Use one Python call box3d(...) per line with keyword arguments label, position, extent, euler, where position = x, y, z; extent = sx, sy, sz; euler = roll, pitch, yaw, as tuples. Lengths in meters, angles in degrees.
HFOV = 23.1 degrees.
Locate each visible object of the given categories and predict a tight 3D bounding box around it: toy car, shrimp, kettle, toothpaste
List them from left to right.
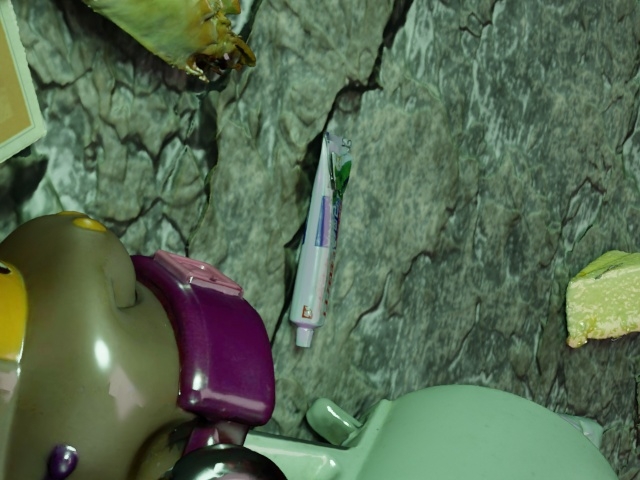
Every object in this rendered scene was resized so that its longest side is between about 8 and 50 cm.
box3d(label="toy car", position=(-0.182, 0.148, 0.897), extent=(0.240, 0.271, 0.341), euler=(15, 96, -28))
box3d(label="shrimp", position=(-0.102, -0.186, 1.000), extent=(0.267, 0.061, 0.145), euler=(48, 51, -51))
box3d(label="toothpaste", position=(0.000, 0.000, 1.236), extent=(0.045, 0.028, 0.170), euler=(12, 87, -58))
box3d(label="kettle", position=(0.034, 0.272, 1.143), extent=(0.361, 0.250, 0.377), euler=(43, 34, -4))

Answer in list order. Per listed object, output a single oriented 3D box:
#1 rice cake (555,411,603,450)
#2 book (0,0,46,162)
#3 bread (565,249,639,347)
box3d(label="rice cake", position=(0.236, 0.288, 1.599), extent=(0.080, 0.042, 0.222), euler=(16, 88, -53))
box3d(label="book", position=(-0.266, -0.083, 0.888), extent=(0.241, 0.018, 0.170), euler=(-37, 127, -40))
box3d(label="bread", position=(0.301, 0.060, 1.584), extent=(0.109, 0.080, 0.084), euler=(-30, 120, -46))
